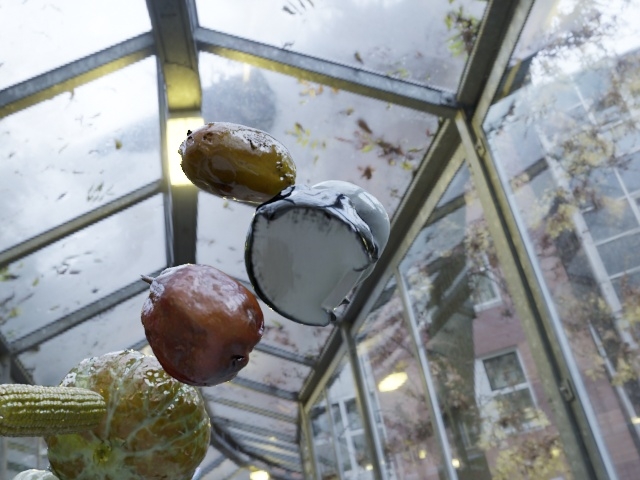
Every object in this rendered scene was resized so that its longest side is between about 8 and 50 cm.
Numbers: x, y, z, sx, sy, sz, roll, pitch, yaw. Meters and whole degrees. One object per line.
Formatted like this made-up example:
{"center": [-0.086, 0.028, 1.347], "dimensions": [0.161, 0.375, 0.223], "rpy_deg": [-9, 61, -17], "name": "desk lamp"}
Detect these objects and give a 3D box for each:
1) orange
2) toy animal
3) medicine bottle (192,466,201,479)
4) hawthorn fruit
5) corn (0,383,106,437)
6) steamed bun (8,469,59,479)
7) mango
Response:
{"center": [-0.381, 0.375, 1.343], "dimensions": [0.329, 0.329, 0.249], "rpy_deg": [-14, 13, 4], "name": "orange"}
{"center": [0.000, 0.000, 1.214], "dimensions": [0.251, 0.251, 0.310], "rpy_deg": [-18, 8, 11], "name": "toy animal"}
{"center": [-0.357, 0.595, 1.534], "dimensions": [0.119, 0.188, 0.094], "rpy_deg": [20, 17, 11], "name": "medicine bottle"}
{"center": [-0.171, 0.122, 0.964], "dimensions": [0.173, 0.173, 0.179], "rpy_deg": [-18, -59, 11], "name": "hawthorn fruit"}
{"center": [-0.430, 0.263, 1.032], "dimensions": [0.080, 0.080, 0.238], "rpy_deg": [-25, -23, 24], "name": "corn"}
{"center": [-0.567, 0.614, 1.447], "dimensions": [0.289, 0.203, 0.276], "rpy_deg": [21, -37, 22], "name": "steamed bun"}
{"center": [-0.163, -0.147, 1.343], "dimensions": [0.249, 0.151, 0.156], "rpy_deg": [17, -47, -26], "name": "mango"}
